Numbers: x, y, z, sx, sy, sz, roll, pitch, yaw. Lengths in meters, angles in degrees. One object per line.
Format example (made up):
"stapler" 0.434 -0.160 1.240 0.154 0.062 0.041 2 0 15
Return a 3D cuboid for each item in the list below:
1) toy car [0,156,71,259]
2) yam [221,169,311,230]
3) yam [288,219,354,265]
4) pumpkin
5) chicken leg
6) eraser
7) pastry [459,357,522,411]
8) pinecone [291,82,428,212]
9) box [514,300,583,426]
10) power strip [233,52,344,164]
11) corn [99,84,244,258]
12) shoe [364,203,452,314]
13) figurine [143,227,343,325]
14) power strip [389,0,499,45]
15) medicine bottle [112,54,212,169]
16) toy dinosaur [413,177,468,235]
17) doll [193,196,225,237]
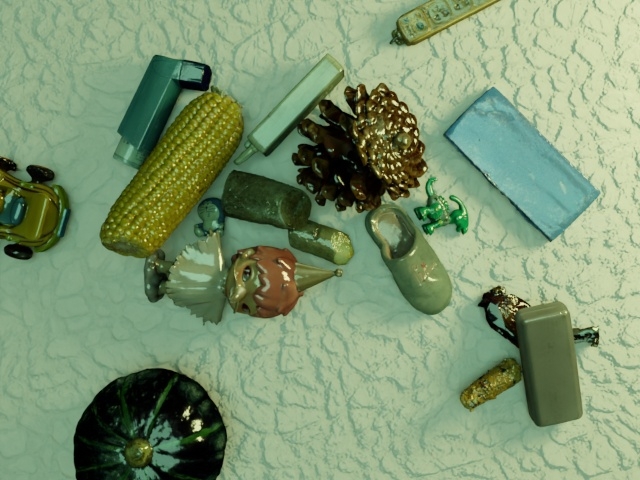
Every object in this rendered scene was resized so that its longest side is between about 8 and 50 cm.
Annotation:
"toy car" -0.644 -0.068 1.698 0.247 0.142 0.200 12 90 2
"yam" -0.115 -0.078 1.658 0.183 0.107 0.107 14 91 24
"yam" 0.000 0.000 1.697 0.146 0.070 0.070 21 91 5
"pumpkin" -0.334 0.406 1.633 0.315 0.238 0.315 0 85 5
"chicken leg" 0.435 0.174 1.681 0.253 0.051 0.106 21 86 0
"eraser" 0.404 -0.154 1.686 0.144 0.042 0.312 -44 87 3
"pastry" 0.341 0.288 1.671 0.140 0.080 0.056 -38 76 3
"pinecone" 0.062 -0.171 1.612 0.264 0.264 0.264 0 90 3
"box" 0.446 0.243 1.637 0.103 0.055 0.244 -12 110 1
"power strip" -0.067 -0.252 1.690 0.053 0.093 0.288 44 92 0
"corn" -0.281 -0.128 1.648 0.144 0.144 0.387 30 75 3
"shoe" 0.176 0.035 1.672 0.103 0.100 0.251 -34 85 2
"figurine" -0.151 0.085 1.659 0.386 0.166 0.207 5 108 7
"power strip" 0.274 -0.475 1.696 0.305 0.044 0.064 -27 89 3
"medicine bottle" -0.329 -0.264 1.713 0.124 0.079 0.258 29 92 4
"toy dinosaur" 0.243 -0.063 1.694 0.096 0.059 0.132 -24 97 -5
"doll" -0.225 -0.047 1.721 0.076 0.050 0.083 -2 91 22
